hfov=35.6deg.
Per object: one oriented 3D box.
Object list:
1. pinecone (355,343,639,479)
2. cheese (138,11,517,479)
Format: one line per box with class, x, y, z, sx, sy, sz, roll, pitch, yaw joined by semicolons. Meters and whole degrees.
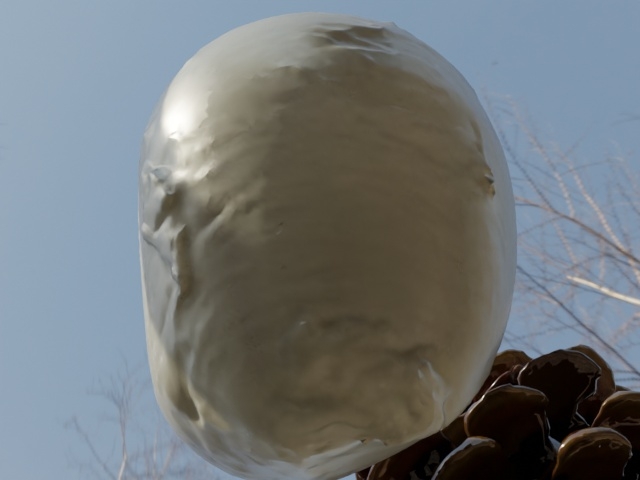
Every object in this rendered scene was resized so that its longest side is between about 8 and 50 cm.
pinecone;0.118;0.178;0.530;0.264;0.264;0.264;-1;-83;-11
cheese;0.000;0.000;0.415;0.155;0.198;0.189;-10;-98;-9
